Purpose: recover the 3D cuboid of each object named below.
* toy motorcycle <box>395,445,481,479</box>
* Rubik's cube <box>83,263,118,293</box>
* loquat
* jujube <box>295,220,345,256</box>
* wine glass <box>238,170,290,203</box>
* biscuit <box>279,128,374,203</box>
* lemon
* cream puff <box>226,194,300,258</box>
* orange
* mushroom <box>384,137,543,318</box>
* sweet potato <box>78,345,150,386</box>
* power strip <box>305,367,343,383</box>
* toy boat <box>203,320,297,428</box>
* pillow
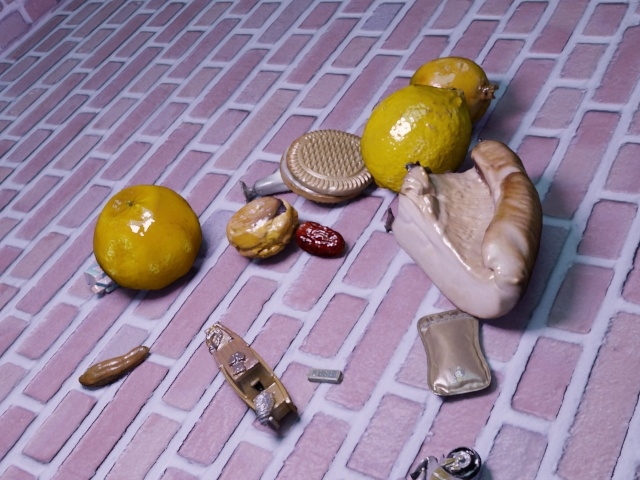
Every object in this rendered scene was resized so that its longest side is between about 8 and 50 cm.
[{"bbox_3d":[0.193,0.451,1.374,0.152,0.073,0.225,-3,44,24],"label":"toy motorcycle"},{"bbox_3d":[-0.569,0.105,2.082,0.075,0.073,0.084,-21,33,-24],"label":"Rubik's cube"},{"bbox_3d":[0.353,-0.383,2.076,0.246,0.213,0.213,6,48,46],"label":"loquat"},{"bbox_3d":[0.000,0.000,1.939,0.129,0.077,0.077,21,56,25],"label":"jujube"},{"bbox_3d":[-0.137,-0.152,2.156,0.156,0.072,0.072,-16,42,9],"label":"wine glass"},{"bbox_3d":[0.023,-0.198,2.082,0.259,0.079,0.259,3,47,-4],"label":"biscuit"},{"bbox_3d":[0.237,-0.247,1.939,0.310,0.254,0.253,-47,37,19],"label":"lemon"},{"bbox_3d":[-0.138,-0.028,1.983,0.189,0.129,0.189,-19,31,12],"label":"cream puff"},{"bbox_3d":[-0.439,-0.012,2.014,0.279,0.235,0.279,-4,44,4],"label":"orange"},{"bbox_3d":[0.368,-0.013,1.711,0.314,0.224,0.397,-19,45,-17],"label":"mushroom"},{"bbox_3d":[-0.480,0.295,1.854,0.182,0.054,0.053,-25,50,-5],"label":"sweet potato"},{"bbox_3d":[0.007,0.284,1.674,0.083,0.017,0.027,0,45,22],"label":"power strip"},{"bbox_3d":[-0.161,0.272,1.686,0.089,0.121,0.321,-39,44,-9],"label":"toy boat"},{"bbox_3d":[0.267,0.222,1.610,0.130,0.033,0.217,-11,41,9],"label":"pillow"}]
